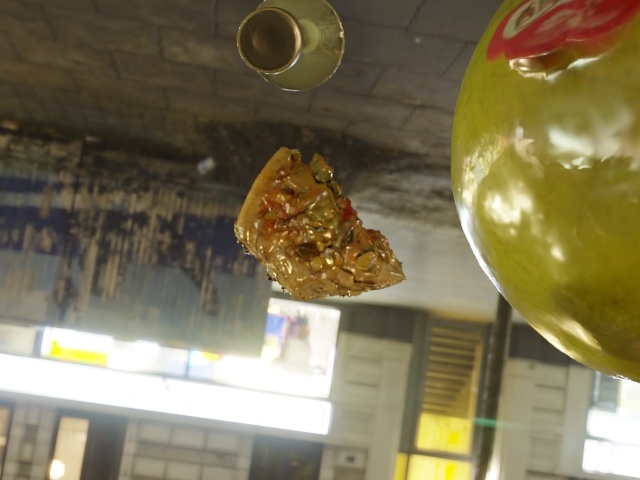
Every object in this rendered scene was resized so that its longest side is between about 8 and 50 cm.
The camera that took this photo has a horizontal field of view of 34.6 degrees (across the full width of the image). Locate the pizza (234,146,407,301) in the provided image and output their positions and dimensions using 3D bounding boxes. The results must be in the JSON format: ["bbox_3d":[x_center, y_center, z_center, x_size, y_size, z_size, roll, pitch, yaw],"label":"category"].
[{"bbox_3d":[0.000,0.000,1.216,0.226,0.147,0.069,50,159,-8],"label":"pizza"}]

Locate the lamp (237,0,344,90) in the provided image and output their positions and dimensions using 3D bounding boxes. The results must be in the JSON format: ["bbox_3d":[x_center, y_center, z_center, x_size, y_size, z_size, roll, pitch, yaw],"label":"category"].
[{"bbox_3d":[-0.033,-0.235,1.209,0.121,0.121,0.215,7,-166,9],"label":"lamp"}]

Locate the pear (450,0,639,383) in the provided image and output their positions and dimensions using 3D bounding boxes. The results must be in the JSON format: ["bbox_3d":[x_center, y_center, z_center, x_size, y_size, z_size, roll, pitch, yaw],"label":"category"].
[{"bbox_3d":[0.224,-0.080,0.608,0.287,0.375,0.287,5,130,6],"label":"pear"}]
